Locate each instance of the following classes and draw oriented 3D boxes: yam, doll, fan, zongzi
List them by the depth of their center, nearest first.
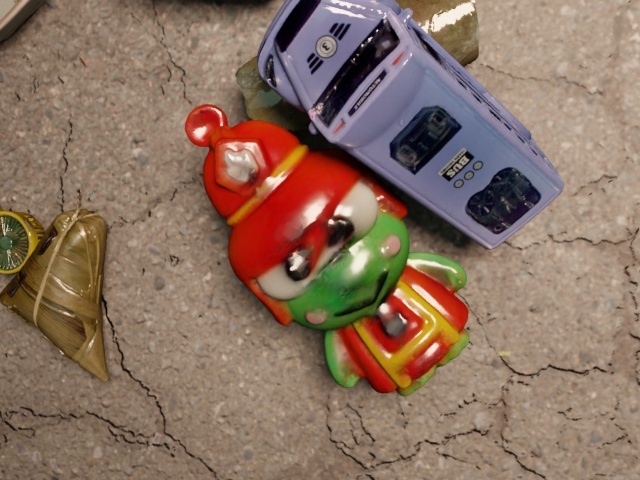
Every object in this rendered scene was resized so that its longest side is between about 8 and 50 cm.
[{"bbox_3d":[0.000,0.000,0.503,0.182,0.160,0.363,-42,103,8],"label":"doll"},{"bbox_3d":[0.043,-0.192,0.519,0.258,0.106,0.106,-21,91,10],"label":"yam"},{"bbox_3d":[-0.280,0.058,0.599,0.178,0.081,0.189,42,101,4],"label":"zongzi"},{"bbox_3d":[-0.430,-0.024,0.639,0.155,0.039,0.082,43,100,5],"label":"fan"}]

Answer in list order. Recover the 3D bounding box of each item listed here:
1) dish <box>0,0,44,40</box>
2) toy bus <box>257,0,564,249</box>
[{"bbox_3d":[-0.440,-0.355,0.600,0.154,0.064,0.234,-36,90,10],"label":"dish"},{"bbox_3d":[0.087,-0.112,0.442,0.292,0.133,0.125,30,118,-28],"label":"toy bus"}]
